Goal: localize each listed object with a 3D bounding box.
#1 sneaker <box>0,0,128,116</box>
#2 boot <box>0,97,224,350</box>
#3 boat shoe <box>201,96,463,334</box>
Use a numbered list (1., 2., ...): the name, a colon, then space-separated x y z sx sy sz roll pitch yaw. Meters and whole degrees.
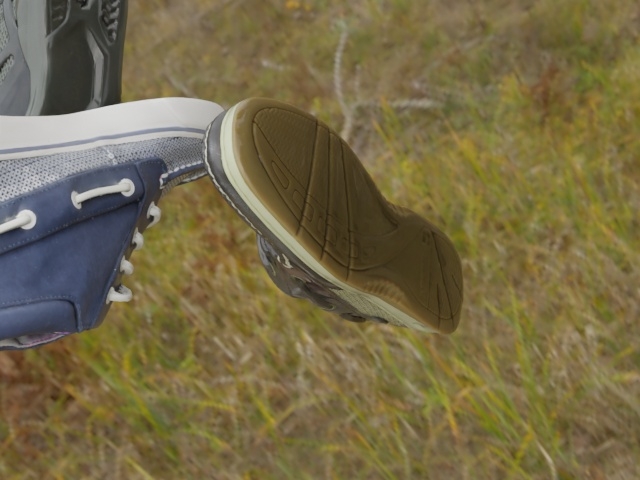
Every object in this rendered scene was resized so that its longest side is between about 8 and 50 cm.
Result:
1. sneaker: -0.188 -0.073 0.900 0.130 0.087 0.227 -9 76 56
2. boot: -0.096 -0.005 0.554 0.069 0.190 0.086 -23 84 38
3. boat shoe: 0.000 0.000 0.505 0.049 0.152 0.056 -12 57 31
